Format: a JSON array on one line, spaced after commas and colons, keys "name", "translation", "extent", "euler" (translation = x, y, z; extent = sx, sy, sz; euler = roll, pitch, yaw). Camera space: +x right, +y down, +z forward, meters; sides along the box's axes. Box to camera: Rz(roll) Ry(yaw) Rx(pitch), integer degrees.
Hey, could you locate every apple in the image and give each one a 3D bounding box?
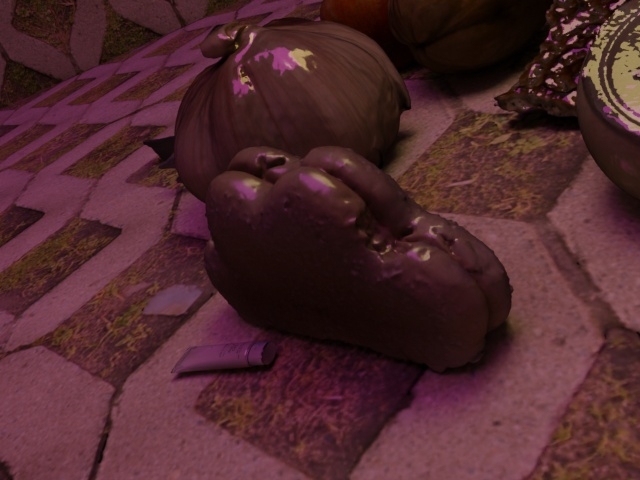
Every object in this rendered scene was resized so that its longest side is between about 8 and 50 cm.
[{"name": "apple", "translation": [0.101, -0.375, 1.243], "extent": [0.195, 0.173, 0.160], "euler": [-24, 24, 13]}]

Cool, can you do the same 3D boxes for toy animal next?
[{"name": "toy animal", "translation": [-0.188, -0.160, 1.215], "extent": [0.367, 0.081, 0.206], "euler": [-19, 31, 31]}]

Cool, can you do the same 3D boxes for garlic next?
[{"name": "garlic", "translation": [-0.050, -0.170, 0.971], "extent": [0.322, 0.241, 0.322], "euler": [-9, 12, 2]}]

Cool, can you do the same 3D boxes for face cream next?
[{"name": "face cream", "translation": [-0.094, 0.112, 0.703], "extent": [0.115, 0.020, 0.038], "euler": [-11, 31, 33]}]

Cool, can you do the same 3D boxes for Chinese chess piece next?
[{"name": "Chinese chess piece", "translation": [0.329, -0.127, 0.611], "extent": [0.238, 0.092, 0.238], "euler": [-16, 51, 20]}]

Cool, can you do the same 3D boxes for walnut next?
[{"name": "walnut", "translation": [0.218, -0.367, 1.066], "extent": [0.283, 0.227, 0.283], "euler": [-31, 27, 18]}]

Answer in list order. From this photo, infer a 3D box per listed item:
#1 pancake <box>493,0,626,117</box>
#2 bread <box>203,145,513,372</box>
[{"name": "pancake", "translation": [0.377, -0.281, 0.834], "extent": [0.305, 0.067, 0.427], "euler": [5, 57, 43]}, {"name": "bread", "translation": [-0.002, 0.005, 0.644], "extent": [0.337, 0.183, 0.102], "euler": [6, 48, 48]}]
